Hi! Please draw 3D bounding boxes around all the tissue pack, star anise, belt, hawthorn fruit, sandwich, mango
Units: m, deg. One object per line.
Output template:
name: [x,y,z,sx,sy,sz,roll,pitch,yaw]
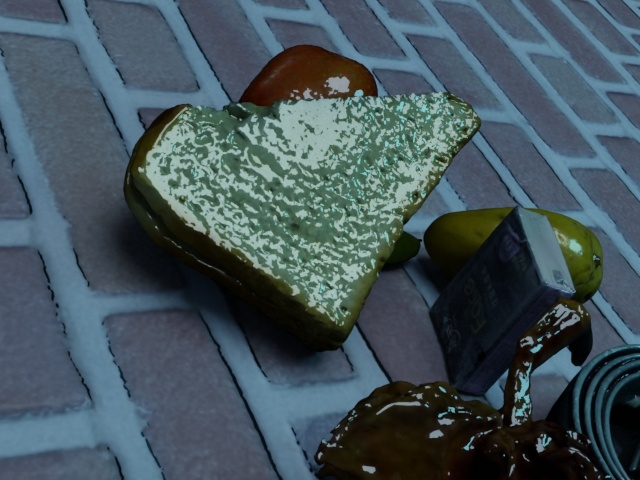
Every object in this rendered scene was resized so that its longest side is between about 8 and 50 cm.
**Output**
tissue pack: [0.172,0.059,0.993,0.051,0.156,0.112,17,37,-22]
star anise: [0.131,0.145,0.816,0.237,0.148,0.346,-2,16,45]
belt: [0.311,0.196,0.954,0.206,0.116,0.267,26,38,5]
hawthorn fruit: [-0.033,-0.114,1.088,0.203,0.162,0.162,-32,65,-31]
sandwich: [-0.018,-0.072,0.960,0.254,0.099,0.288,37,68,-1]
mango: [0.204,0.018,1.100,0.195,0.137,0.098,8,73,-3]

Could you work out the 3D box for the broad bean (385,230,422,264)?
broad bean: [-0.001,-0.004,1.047,0.254,0.046,0.065,0,61,-31]
